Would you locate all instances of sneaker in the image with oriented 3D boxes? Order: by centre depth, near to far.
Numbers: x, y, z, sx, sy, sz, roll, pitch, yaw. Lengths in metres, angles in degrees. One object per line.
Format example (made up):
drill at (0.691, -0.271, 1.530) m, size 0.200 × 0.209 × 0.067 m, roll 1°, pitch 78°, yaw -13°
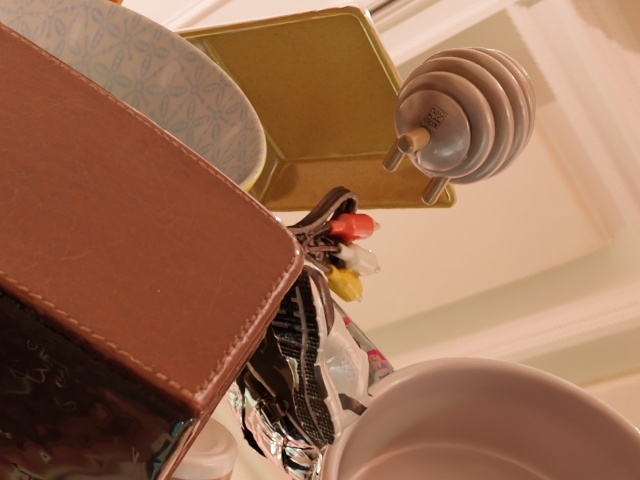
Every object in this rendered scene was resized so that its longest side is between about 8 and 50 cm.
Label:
sneaker at (0.003, 0.060, 0.567) m, size 0.040 × 0.043 × 0.109 m, roll 18°, pitch -53°, yaw 44°

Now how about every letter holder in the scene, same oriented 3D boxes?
letter holder at (-0.160, -0.026, 0.489) m, size 0.301 × 0.214 × 0.152 m, roll 33°, pitch -49°, yaw 1°

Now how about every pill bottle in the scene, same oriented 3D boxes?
pill bottle at (-0.181, 0.312, 1.117) m, size 0.131 × 0.131 × 0.229 m, roll 21°, pitch -76°, yaw 16°

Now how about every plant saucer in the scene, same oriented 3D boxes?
plant saucer at (-0.013, -0.176, 1.311) m, size 0.332 × 0.081 × 0.333 m, roll -1°, pitch -40°, yaw 33°

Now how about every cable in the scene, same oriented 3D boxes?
cable at (0.000, 0.000, 1.161) m, size 0.072 × 0.287 × 0.140 m, roll 11°, pitch -89°, yaw 23°

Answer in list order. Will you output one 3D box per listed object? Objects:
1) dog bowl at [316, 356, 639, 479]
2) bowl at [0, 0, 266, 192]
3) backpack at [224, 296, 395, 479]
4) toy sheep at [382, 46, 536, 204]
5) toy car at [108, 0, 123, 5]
dog bowl at (0.119, 0.211, 0.684) m, size 0.264 × 0.265 × 0.104 m, roll 26°, pitch -49°, yaw 12°
bowl at (-0.210, -0.080, 0.899) m, size 0.289 × 0.289 × 0.156 m, roll 37°, pitch -57°, yaw 3°
backpack at (-0.027, 0.188, 1.283) m, size 0.225 × 0.191 × 0.254 m, roll 47°, pitch -27°, yaw 23°
toy sheep at (0.084, -0.072, 0.607) m, size 0.091 × 0.132 × 0.091 m, roll 15°, pitch -59°, yaw 27°
toy car at (-0.362, -0.339, 1.416) m, size 0.182 × 0.136 × 0.159 m, roll -23°, pitch -79°, yaw -8°
